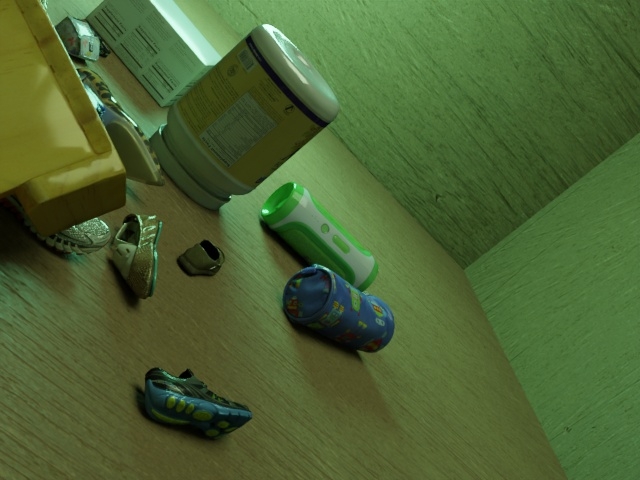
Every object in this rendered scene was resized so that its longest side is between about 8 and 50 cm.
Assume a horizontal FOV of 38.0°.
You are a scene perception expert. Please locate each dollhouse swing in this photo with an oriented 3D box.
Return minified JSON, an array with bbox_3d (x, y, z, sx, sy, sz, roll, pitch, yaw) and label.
[{"bbox_3d":[-0.433,-0.150,1.054,0.346,0.305,0.315,62,-14,2],"label":"dollhouse swing"}]

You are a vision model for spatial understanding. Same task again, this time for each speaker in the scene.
[{"bbox_3d":[0.000,0.000,2.156,0.296,0.131,0.131,44,15,-23],"label":"speaker"}]

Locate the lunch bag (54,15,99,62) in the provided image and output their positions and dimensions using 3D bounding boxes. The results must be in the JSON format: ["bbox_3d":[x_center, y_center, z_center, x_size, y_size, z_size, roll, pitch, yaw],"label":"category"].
[{"bbox_3d":[-0.477,-0.396,1.842,0.083,0.053,0.071,62,17,9],"label":"lunch bag"}]

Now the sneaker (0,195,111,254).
[{"bbox_3d":[-0.363,-0.063,1.229,0.225,0.093,0.088,42,16,-34],"label":"sneaker"}]

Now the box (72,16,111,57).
[{"bbox_3d":[-0.488,-0.429,1.964,0.083,0.018,0.067,53,14,14],"label":"box"}]

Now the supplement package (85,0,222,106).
[{"bbox_3d":[-0.371,-0.457,2.146,0.262,0.145,0.204,50,14,-3],"label":"supplement package"}]

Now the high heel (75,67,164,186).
[{"bbox_3d":[-0.354,-0.204,1.634,0.261,0.093,0.186,43,16,-6],"label":"high heel"}]

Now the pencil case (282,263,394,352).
[{"bbox_3d":[0.044,0.141,1.924,0.306,0.119,0.133,31,52,-54],"label":"pencil case"}]

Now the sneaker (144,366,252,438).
[{"bbox_3d":[-0.157,0.208,1.218,0.188,0.067,0.078,31,29,-46],"label":"sneaker"}]

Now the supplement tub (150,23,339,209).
[{"bbox_3d":[-0.154,-0.242,1.865,0.241,0.331,0.241,46,15,-16],"label":"supplement tub"}]

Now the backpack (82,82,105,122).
[{"bbox_3d":[-0.395,-0.198,1.479,0.098,0.101,0.120,55,9,-8],"label":"backpack"}]

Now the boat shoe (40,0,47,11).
[{"bbox_3d":[-0.577,-0.512,1.830,0.072,0.068,0.190,52,16,-56],"label":"boat shoe"}]

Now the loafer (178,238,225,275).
[{"bbox_3d":[-0.195,0.028,1.614,0.056,0.050,0.148,51,14,3],"label":"loafer"}]

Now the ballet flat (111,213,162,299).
[{"bbox_3d":[-0.276,0.020,1.381,0.067,0.073,0.206,16,22,-16],"label":"ballet flat"}]
